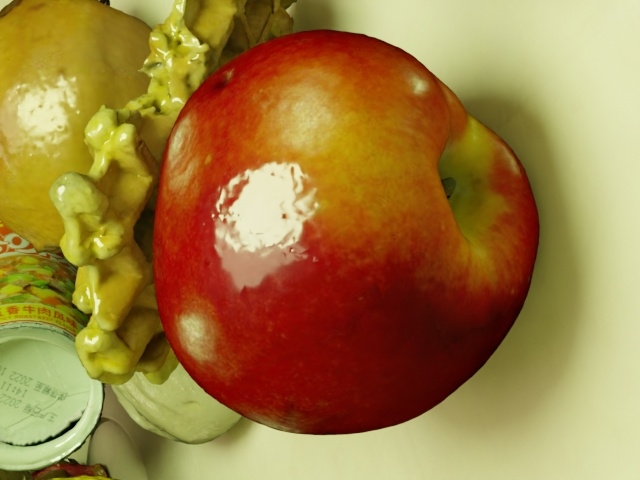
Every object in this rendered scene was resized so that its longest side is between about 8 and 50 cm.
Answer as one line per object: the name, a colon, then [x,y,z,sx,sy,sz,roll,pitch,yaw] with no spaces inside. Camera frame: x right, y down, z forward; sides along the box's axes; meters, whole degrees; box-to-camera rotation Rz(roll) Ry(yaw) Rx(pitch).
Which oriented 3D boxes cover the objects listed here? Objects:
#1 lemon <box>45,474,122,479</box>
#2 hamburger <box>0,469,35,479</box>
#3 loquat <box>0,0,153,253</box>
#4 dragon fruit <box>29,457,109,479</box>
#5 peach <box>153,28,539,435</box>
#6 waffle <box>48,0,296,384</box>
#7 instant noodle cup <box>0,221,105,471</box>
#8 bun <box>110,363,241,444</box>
lemon: [-0.183,0.316,1.239,0.293,0.293,0.293,15,108,58]
hamburger: [-0.368,0.275,1.357,0.265,0.285,0.134,-38,70,15]
loquat: [-0.212,-0.105,1.325,0.187,0.176,0.234,9,94,47]
dragon fruit: [-0.276,0.294,1.536,0.150,0.207,0.133,52,-175,-38]
peach: [0.000,0.000,0.931,0.243,0.199,0.243,12,117,25]
waffle: [-0.087,-0.049,1.062,0.058,0.301,0.282,13,128,16]
instant noodle cup: [-0.255,0.087,1.356,0.212,0.193,0.193,-123,37,-65]
bun: [-0.121,0.071,1.265,0.183,0.102,0.183,14,107,55]
